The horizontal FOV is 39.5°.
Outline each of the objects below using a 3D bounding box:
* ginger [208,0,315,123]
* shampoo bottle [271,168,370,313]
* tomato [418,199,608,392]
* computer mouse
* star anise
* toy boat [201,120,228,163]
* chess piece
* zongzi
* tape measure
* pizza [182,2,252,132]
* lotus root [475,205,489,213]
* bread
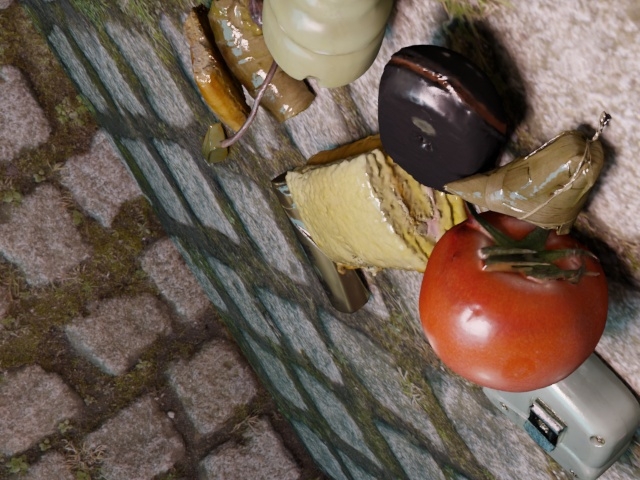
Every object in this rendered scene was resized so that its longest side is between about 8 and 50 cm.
[{"bbox_3d":[-0.109,-0.326,1.589,0.263,0.116,0.109,54,-157,-20],"label":"ginger"},{"bbox_3d":[0.000,0.000,1.957,0.125,0.084,0.350,27,148,57],"label":"shampoo bottle"},{"bbox_3d":[0.257,0.080,1.208,0.256,0.256,0.224,43,142,27],"label":"tomato"},{"bbox_3d":[0.165,-0.164,1.194,0.183,0.116,0.323,38,171,11],"label":"computer mouse"},{"bbox_3d":[-0.109,-0.285,1.472,0.148,0.227,0.218,32,164,1],"label":"star anise"},{"bbox_3d":[-0.262,-0.239,2.188,0.172,0.065,0.066,122,129,-68],"label":"toy boat"},{"bbox_3d":[0.025,-0.348,1.059,0.234,0.234,0.442,50,165,8],"label":"chess piece"},{"bbox_3d":[0.247,-0.091,1.095,0.178,0.081,0.189,14,152,7],"label":"zongzi"},{"bbox_3d":[0.382,0.262,1.445,0.243,0.125,0.246,42,160,28],"label":"tape measure"},{"bbox_3d":[-0.208,-0.347,1.663,0.189,0.071,0.297,49,-158,-57],"label":"pizza"},{"bbox_3d":[0.250,-0.055,1.325,0.037,0.030,0.083,20,146,55],"label":"lotus root"},{"bbox_3d":[0.086,-0.052,1.522,0.237,0.165,0.375,61,161,-11],"label":"bread"}]
